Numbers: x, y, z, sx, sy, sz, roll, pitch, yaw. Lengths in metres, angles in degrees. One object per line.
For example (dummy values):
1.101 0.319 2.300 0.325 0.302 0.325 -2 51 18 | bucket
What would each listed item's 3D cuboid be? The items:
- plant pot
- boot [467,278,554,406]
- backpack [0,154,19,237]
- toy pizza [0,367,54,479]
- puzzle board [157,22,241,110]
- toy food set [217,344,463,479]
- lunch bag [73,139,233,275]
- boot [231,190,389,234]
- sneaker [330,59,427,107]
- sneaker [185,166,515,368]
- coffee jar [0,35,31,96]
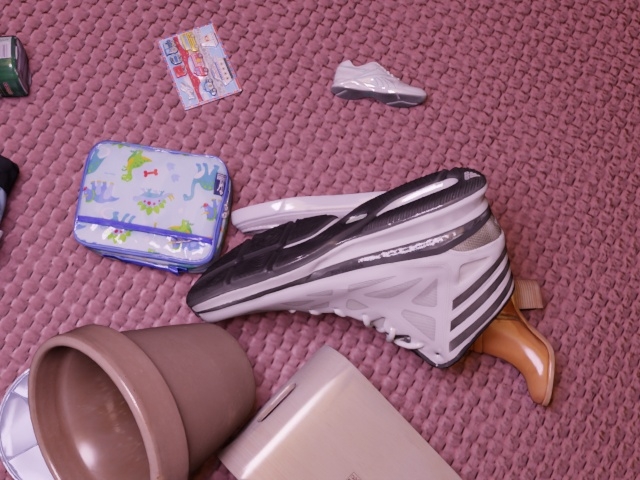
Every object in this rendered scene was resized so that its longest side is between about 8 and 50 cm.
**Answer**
-0.211 0.215 1.132 0.229 0.263 0.263 -20 75 -47 | plant pot
0.256 0.153 1.280 0.152 0.073 0.197 -5 69 -4 | boot
-0.591 0.029 1.168 0.290 0.273 0.356 12 87 -8 | backpack
-0.349 0.260 1.219 0.201 0.032 0.201 2 75 -9 | toy pizza
-0.192 -0.278 1.379 0.096 0.011 0.128 -21 79 -9 | puzzle board
0.038 0.331 1.215 0.220 0.092 0.306 -44 92 -13 | toy food set
-0.243 -0.046 1.276 0.218 0.090 0.176 11 77 2 | lunch bag
0.000 0.000 1.285 0.258 0.095 0.123 -5 85 1 | boot
0.095 -0.251 1.374 0.152 0.054 0.061 11 73 -1 | sneaker
0.049 0.093 1.186 0.447 0.169 0.258 -19 110 18 | sneaker
-0.537 -0.256 1.303 0.184 0.096 0.079 -4 74 -5 | coffee jar
